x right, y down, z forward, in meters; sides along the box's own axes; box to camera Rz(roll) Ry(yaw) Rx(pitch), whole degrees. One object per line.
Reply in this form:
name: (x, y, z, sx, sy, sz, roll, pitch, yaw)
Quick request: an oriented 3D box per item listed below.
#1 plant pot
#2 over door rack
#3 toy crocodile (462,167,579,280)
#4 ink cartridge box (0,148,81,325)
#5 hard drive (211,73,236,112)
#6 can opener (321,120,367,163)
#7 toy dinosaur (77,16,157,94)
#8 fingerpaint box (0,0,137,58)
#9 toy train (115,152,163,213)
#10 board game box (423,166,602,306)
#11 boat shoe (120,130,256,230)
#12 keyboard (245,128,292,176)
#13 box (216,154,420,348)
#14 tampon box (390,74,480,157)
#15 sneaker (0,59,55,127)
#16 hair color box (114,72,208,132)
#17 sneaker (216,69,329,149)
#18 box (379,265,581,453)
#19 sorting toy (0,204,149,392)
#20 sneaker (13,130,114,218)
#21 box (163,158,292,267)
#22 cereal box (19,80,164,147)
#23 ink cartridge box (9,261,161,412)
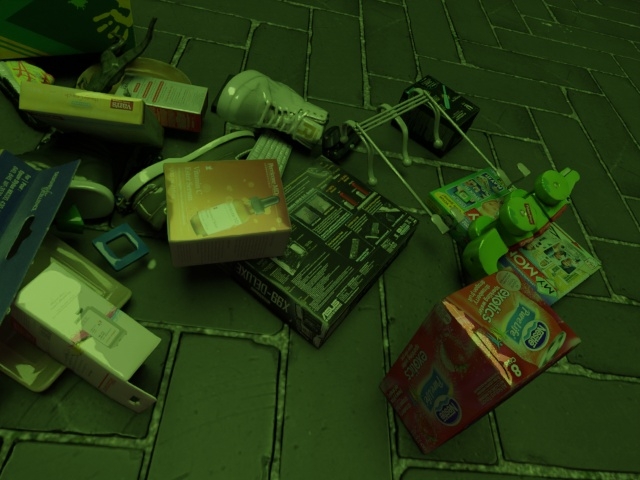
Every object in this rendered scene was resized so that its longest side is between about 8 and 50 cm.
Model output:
plant pot: (-0.401, -0.323, 0.974, 0.236, 0.032, 0.237, 7, 50, -9)
over door rack: (0.225, -0.167, 0.933, 0.239, 0.108, 0.324, -32, 67, -27)
toy crocodile: (0.393, -0.043, 0.851, 0.340, 0.115, 0.105, -32, 85, -30)
ink cartridge box: (-0.494, 0.011, 0.560, 0.306, 0.072, 0.304, -19, 45, 11)
hard drive: (-0.191, -0.337, 1.045, 0.094, 0.022, 0.135, 15, 50, -3)
can opener: (0.061, -0.230, 1.007, 0.059, 0.073, 0.186, 28, 41, 18)
toy dinosaur: (-0.414, -0.348, 0.881, 0.268, 0.064, 0.118, -42, 43, 9)
fingerpaint box: (-0.659, -0.570, 0.988, 0.370, 0.163, 0.445, -17, 50, -26)
toy train: (-0.339, -0.110, 0.824, 0.036, 0.027, 0.158, 14, 50, 1)
board game box: (0.396, -0.012, 0.929, 0.213, 0.046, 0.317, -23, 61, -30)
boat shoe: (-0.213, -0.118, 0.818, 0.091, 0.109, 0.305, 53, 45, -4)
keyboard: (-0.100, -0.163, 0.868, 0.072, 0.014, 0.256, 39, 25, -17)
box: (0.000, 0.000, 0.795, 0.242, 0.077, 0.307, 36, 52, 14)
tampon box: (0.281, -0.306, 1.093, 0.161, 0.102, 0.120, 40, 54, 16)
sneaker: (-0.572, -0.305, 0.883, 0.094, 0.082, 0.208, -28, 64, -34)
hair color box: (-0.321, -0.281, 0.906, 0.167, 0.053, 0.093, 9, 51, -9)
sneaker: (-0.074, -0.262, 0.916, 0.169, 0.108, 0.292, 33, 27, 9)
box: (0.193, 0.169, 0.595, 0.128, 0.257, 0.123, -18, 57, -27)
sorting toy: (-0.403, 0.089, 0.621, 0.195, 0.047, 0.348, 36, 50, -6)
sneaker: (-0.496, -0.119, 0.750, 0.295, 0.105, 0.147, 4, 47, -15)
box: (-0.142, -0.043, 0.670, 0.170, 0.091, 0.130, -6, 66, -17)
cereal box: (-0.378, -0.209, 0.774, 0.172, 0.240, 0.048, 5, 91, -13)
ink cartridge box: (-0.281, 0.130, 0.561, 0.198, 0.115, 0.067, 40, 49, -9)
